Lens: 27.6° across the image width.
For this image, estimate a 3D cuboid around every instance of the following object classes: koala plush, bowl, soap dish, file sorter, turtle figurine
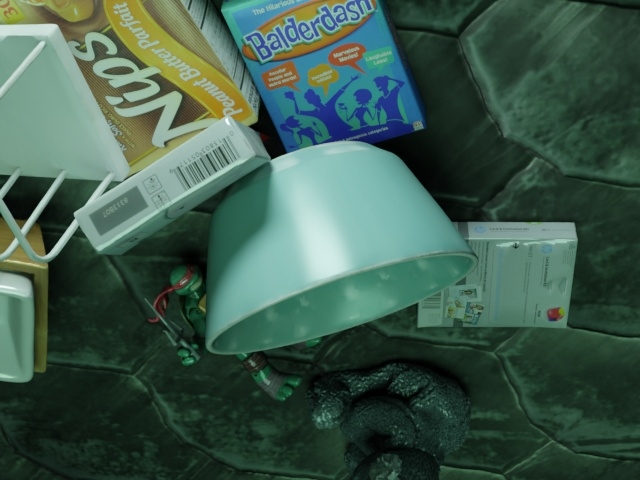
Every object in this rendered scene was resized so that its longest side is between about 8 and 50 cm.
[{"bbox_3d":[0.099,0.288,1.671,0.203,0.221,0.196,-18,125,16],"label":"koala plush"},{"bbox_3d":[0.000,0.000,1.434,0.311,0.163,0.311,-18,167,-4],"label":"bowl"},{"bbox_3d":[-0.463,0.054,1.547,0.290,0.118,0.229,10,142,-5],"label":"soap dish"},{"bbox_3d":[-0.381,-0.094,1.350,0.277,0.173,0.193,4,137,28],"label":"file sorter"},{"bbox_3d":[-0.108,0.087,1.591,0.234,0.118,0.175,40,79,-28],"label":"turtle figurine"}]

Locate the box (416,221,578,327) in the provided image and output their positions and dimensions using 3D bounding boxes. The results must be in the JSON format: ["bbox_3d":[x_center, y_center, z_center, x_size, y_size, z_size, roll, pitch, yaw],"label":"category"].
[{"bbox_3d":[0.211,0.043,1.587,0.186,0.038,0.145,0,129,3],"label":"box"}]

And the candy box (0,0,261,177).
[{"bbox_3d":[-0.215,-0.228,1.353,0.182,0.088,0.316,-21,126,19],"label":"candy box"}]

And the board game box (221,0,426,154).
[{"bbox_3d":[0.007,-0.192,1.399,0.160,0.047,0.210,-16,126,14],"label":"board game box"}]

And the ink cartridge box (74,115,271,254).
[{"bbox_3d":[-0.137,-0.052,1.384,0.189,0.232,0.066,-32,81,7],"label":"ink cartridge box"}]
